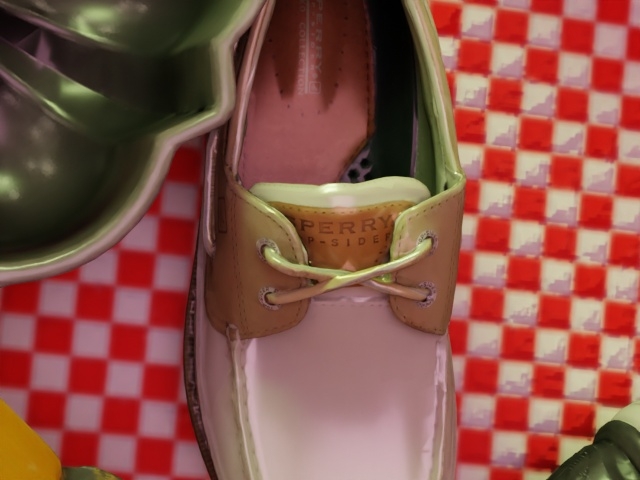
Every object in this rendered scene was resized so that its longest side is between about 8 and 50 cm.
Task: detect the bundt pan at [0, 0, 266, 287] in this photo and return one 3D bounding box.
[{"bbox_3d":[-0.185,-0.123,0.649,0.330,0.124,0.331,1,86,-12],"label":"bundt pan"}]

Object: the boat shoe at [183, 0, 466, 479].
[{"bbox_3d":[0.000,0.000,0.671,0.113,0.103,0.302,-5,80,-8],"label":"boat shoe"}]

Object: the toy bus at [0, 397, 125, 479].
[{"bbox_3d":[-0.157,0.103,0.565,0.130,0.108,0.333,-22,127,24],"label":"toy bus"}]

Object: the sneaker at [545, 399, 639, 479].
[{"bbox_3d":[0.142,0.213,0.714,0.153,0.101,0.269,-25,86,-11],"label":"sneaker"}]
